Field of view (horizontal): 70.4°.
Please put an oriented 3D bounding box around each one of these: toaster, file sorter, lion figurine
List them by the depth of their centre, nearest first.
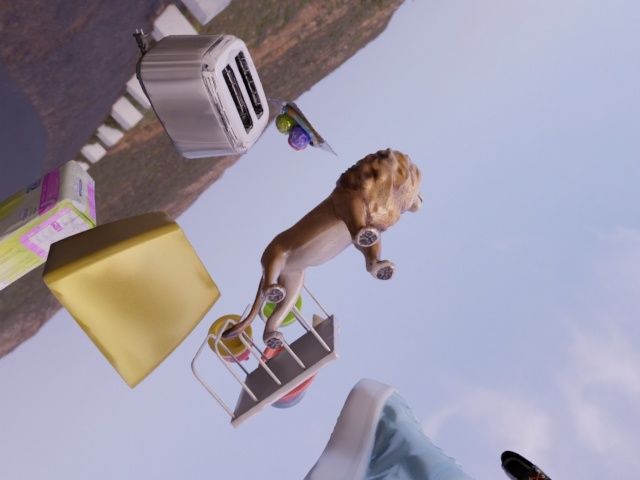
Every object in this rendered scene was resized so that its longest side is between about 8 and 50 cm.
[{"bbox_3d":[-0.182,-0.237,0.728,0.146,0.227,0.129,6,-131,23],"label":"toaster"},{"bbox_3d":[0.000,0.000,0.753,0.392,0.142,0.240,-28,-146,13],"label":"lion figurine"},{"bbox_3d":[-0.120,0.229,1.011,0.277,0.173,0.193,-37,-170,9],"label":"file sorter"}]

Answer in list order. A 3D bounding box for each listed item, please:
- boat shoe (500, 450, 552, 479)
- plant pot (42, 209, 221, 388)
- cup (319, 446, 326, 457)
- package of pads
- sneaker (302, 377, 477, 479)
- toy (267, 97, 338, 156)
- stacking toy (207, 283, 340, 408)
[{"bbox_3d":[0.373,0.422,0.797,0.049,0.042,0.133,-33,-157,-17],"label":"boat shoe"},{"bbox_3d":[-0.290,0.065,0.740,0.187,0.212,0.212,-33,-155,-16],"label":"plant pot"},{"bbox_3d":[0.104,0.572,0.998,0.331,0.331,0.237,-34,-148,10],"label":"cup"},{"bbox_3d":[-0.664,-0.034,1.041,0.296,0.101,0.229,-33,-138,-2],"label":"package of pads"},{"bbox_3d":[0.070,0.216,0.357,0.150,0.135,0.366,11,-177,13],"label":"sneaker"},{"bbox_3d":[-0.057,-0.236,0.980,0.056,0.137,0.237,-43,-152,3],"label":"toy"},{"bbox_3d":[-0.119,0.288,1.256,0.309,0.130,0.279,36,-118,23],"label":"stacking toy"}]
